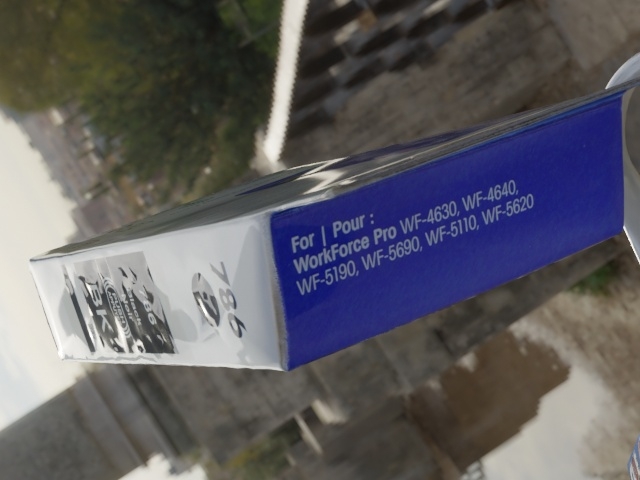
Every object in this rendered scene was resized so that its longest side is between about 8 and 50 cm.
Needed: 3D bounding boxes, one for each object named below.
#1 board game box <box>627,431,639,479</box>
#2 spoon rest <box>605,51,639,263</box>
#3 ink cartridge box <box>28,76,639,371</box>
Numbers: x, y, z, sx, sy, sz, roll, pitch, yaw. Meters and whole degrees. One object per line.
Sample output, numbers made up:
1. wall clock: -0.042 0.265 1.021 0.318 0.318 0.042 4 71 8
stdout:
1. board game box: 0.392 0.171 1.118 0.165 0.243 0.042 70 -170 -67
2. spoon rest: 0.267 -0.009 0.974 0.084 0.137 0.276 -12 97 35
3. ink cartridge box: 0.000 0.000 0.567 0.333 0.165 0.065 -10 99 63
